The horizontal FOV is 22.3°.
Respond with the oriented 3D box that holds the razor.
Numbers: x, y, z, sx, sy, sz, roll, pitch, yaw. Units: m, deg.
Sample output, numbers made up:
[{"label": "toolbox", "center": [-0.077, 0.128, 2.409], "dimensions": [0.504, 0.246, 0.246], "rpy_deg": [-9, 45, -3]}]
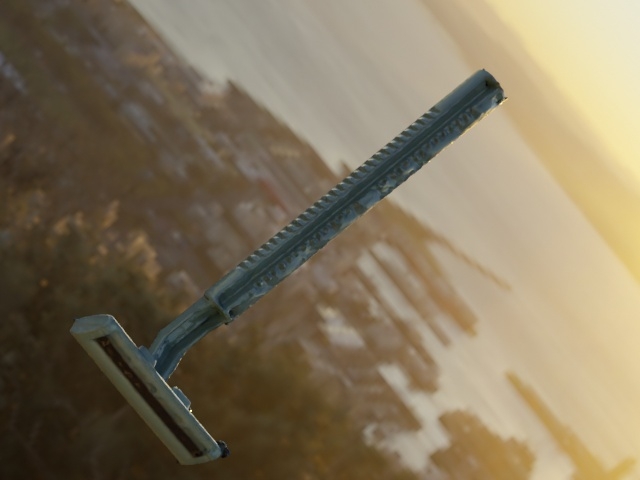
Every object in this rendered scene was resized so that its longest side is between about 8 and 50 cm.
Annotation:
[{"label": "razor", "center": [-0.003, -0.002, 0.689], "dimensions": [0.036, 0.211, 0.084], "rpy_deg": [27, -24, 57]}]
